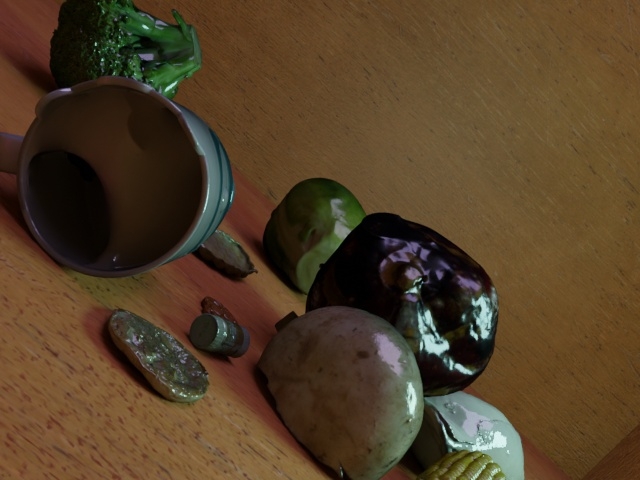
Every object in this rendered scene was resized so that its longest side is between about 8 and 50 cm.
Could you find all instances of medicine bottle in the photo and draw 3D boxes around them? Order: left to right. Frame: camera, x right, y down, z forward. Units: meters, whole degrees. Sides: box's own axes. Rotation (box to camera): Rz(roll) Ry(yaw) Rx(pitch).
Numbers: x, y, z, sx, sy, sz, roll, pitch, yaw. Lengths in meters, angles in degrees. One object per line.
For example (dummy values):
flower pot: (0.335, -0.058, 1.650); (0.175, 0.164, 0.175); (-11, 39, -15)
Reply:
medicine bottle: (-0.132, 0.127, 0.930); (0.047, 0.047, 0.083); (47, 5, 30)

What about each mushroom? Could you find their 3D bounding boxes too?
mushroom: (0.050, 0.199, 0.992); (0.254, 0.189, 0.195); (49, 10, 31)

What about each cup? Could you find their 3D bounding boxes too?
cup: (-0.257, -0.081, 0.874); (0.289, 0.219, 0.257); (12, 4, 2)

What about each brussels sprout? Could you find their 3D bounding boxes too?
brussels sprout: (0.000, 0.000, 1.832); (0.315, 0.275, 0.371); (57, 11, -5)

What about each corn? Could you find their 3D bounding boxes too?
corn: (0.205, 0.383, 1.041); (0.130, 0.130, 0.347); (46, 8, 25)

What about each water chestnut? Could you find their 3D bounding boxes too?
water chestnut: (0.132, 0.140, 1.229); (0.335, 0.347, 0.335); (10, 44, -10)

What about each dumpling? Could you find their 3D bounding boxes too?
dumpling: (0.256, 0.370, 1.342); (0.341, 0.181, 0.260); (13, 12, -36)

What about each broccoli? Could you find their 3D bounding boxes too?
broccoli: (-0.411, -0.376, 1.471); (0.309, 0.321, 0.413); (19, -24, 12)

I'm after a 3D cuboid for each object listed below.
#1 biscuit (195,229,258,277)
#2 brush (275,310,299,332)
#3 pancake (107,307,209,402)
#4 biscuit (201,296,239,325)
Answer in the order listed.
biscuit: (-0.220, -0.001, 1.349); (0.273, 0.036, 0.187); (41, 6, -38)
brush: (-0.001, 0.225, 1.179); (0.103, 0.047, 0.233); (44, 8, -38)
pancake: (-0.175, 0.123, 0.755); (0.139, 0.022, 0.139); (44, 5, -4)
biscuit: (-0.150, 0.116, 1.059); (0.091, 0.015, 0.078); (48, 6, 39)
